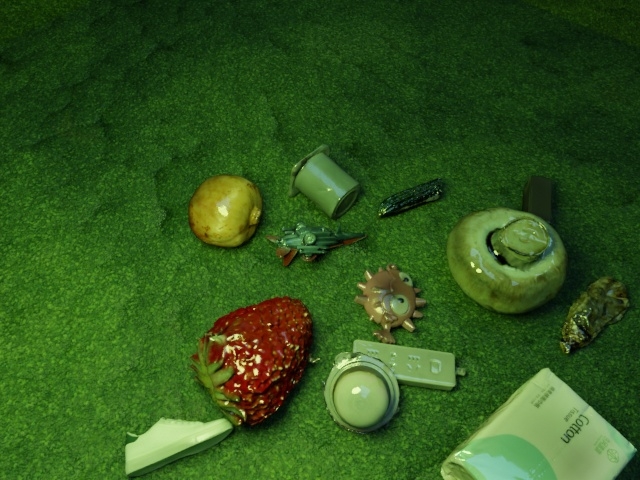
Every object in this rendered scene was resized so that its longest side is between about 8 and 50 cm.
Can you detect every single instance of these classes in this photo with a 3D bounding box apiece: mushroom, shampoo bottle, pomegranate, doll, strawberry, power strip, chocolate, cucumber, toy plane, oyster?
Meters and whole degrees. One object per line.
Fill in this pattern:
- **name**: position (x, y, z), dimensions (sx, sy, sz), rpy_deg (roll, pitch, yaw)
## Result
- **mushroom**: position (0.549, 0.051, 1.409), dimensions (0.352, 0.260, 0.352), rpy_deg (1, 62, -1)
- **shampoo bottle**: position (0.743, -0.110, 1.635), dimensions (0.079, 0.080, 0.246), rpy_deg (14, 56, 8)
- **pomegranate**: position (-0.289, -0.091, 1.478), dimensions (0.248, 0.248, 0.248), rpy_deg (2, 56, -2)
- **doll**: position (0.203, 0.180, 1.400), dimensions (0.211, 0.093, 0.262), rpy_deg (19, 54, 1)
- **strawberry**: position (-0.142, 0.295, 1.222), dimensions (0.343, 0.292, 0.292), rpy_deg (-21, 59, -31)
- **power strip**: position (0.235, 0.346, 1.312), dimensions (0.338, 0.058, 0.098), rpy_deg (8, 56, 2)
- **chocolate**: position (0.102, 0.384, 1.191), dimensions (0.221, 0.147, 0.221), rpy_deg (-1, 74, 3)
- **cucumber**: position (0.307, -0.145, 1.638), dimensions (0.265, 0.077, 0.077), rpy_deg (-18, 59, -14)
- **toy plane**: position (-0.001, -0.007, 1.508), dimensions (0.326, 0.104, 0.223), rpy_deg (-14, 29, -16)
- **oyster**: position (0.825, 0.222, 1.428), dimensions (0.345, 0.078, 0.128), rpy_deg (-34, 73, -26)

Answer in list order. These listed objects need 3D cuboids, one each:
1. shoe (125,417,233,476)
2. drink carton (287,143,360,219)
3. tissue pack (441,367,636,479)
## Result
- **shoe**: position (-0.355, 0.476, 1.170), dimensions (0.265, 0.095, 0.110), rpy_deg (-20, 59, -13)
- **drink carton**: position (0.024, -0.190, 1.589), dimensions (0.189, 0.185, 0.191), rpy_deg (40, 61, 18)
- **tissue pack**: position (0.505, 0.522, 1.128), dimensions (0.356, 0.194, 0.266), rpy_deg (-32, 62, -23)
